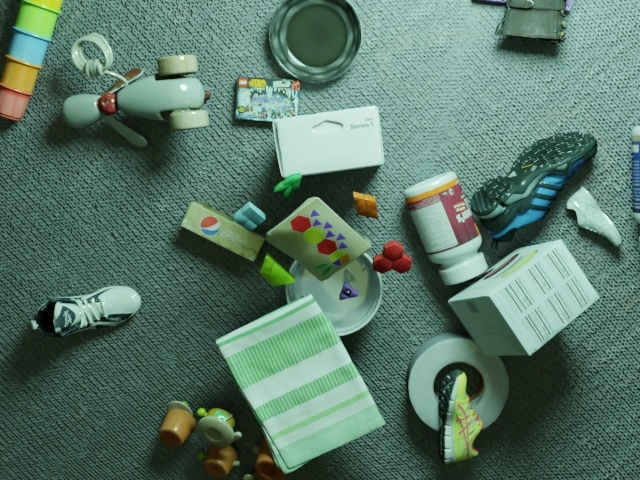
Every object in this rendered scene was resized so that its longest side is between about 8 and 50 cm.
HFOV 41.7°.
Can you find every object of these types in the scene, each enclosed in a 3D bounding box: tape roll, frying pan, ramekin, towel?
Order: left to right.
[{"bbox_3d":[-0.052,-0.483,1.775,0.197,0.053,0.326,-40,96,12],"label":"frying pan"},{"bbox_3d":[-0.046,0.302,1.771,0.248,0.038,0.324,-27,94,4],"label":"towel"},{"bbox_3d":[0.030,0.097,1.820,0.207,0.109,0.207,0,96,2],"label":"ramekin"},{"bbox_3d":[0.301,0.313,1.850,0.219,0.072,0.219,0,97,3],"label":"tape roll"}]

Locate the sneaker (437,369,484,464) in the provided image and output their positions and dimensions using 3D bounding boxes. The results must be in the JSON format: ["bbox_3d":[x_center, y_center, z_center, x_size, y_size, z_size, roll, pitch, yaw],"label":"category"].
[{"bbox_3d":[0.303,0.373,1.788,0.094,0.081,0.208,0,103,-4],"label":"sneaker"}]

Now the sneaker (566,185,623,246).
[{"bbox_3d":[0.591,-0.042,1.809,0.061,0.054,0.152,-40,87,15],"label":"sneaker"}]

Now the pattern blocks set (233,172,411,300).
[{"bbox_3d":[0.000,0.000,1.666,0.285,0.026,0.325,-28,125,18],"label":"pattern blocks set"}]

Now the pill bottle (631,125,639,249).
[{"bbox_3d":[0.726,-0.109,1.740,0.153,0.153,0.264,-2,97,3],"label":"pill bottle"}]

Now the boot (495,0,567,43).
[{"bbox_3d":[0.491,-0.520,1.717,0.263,0.091,0.228,0,103,6],"label":"boot"}]

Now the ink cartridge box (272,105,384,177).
[{"bbox_3d":[0.022,-0.195,1.701,0.202,0.278,0.117,-8,95,4],"label":"ink cartridge box"}]

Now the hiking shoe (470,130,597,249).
[{"bbox_3d":[0.462,-0.117,1.793,0.304,0.113,0.132,-33,124,0],"label":"hiking shoe"}]

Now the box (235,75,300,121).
[{"bbox_3d":[-0.114,-0.305,1.821,0.137,0.027,0.093,3,96,3],"label":"box"}]

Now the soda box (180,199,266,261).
[{"bbox_3d":[-0.210,-0.021,1.844,0.181,0.058,0.061,27,97,0],"label":"soda box"}]

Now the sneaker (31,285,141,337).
[{"bbox_3d":[-0.520,0.160,1.832,0.235,0.153,0.094,-4,97,3],"label":"sneaker"}]

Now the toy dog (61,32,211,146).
[{"bbox_3d":[-0.369,-0.304,1.796,0.334,0.161,0.220,16,100,16],"label":"toy dog"}]

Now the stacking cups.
[{"bbox_3d":[-0.628,-0.415,1.798,0.096,0.096,0.316,20,97,0],"label":"stacking cups"}]

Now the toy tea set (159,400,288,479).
[{"bbox_3d":[-0.193,0.448,1.889,0.336,0.124,0.200,36,126,-5],"label":"toy tea set"}]

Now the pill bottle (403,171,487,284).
[{"bbox_3d":[0.270,-0.025,1.787,0.121,0.121,0.221,-23,95,5],"label":"pill bottle"}]

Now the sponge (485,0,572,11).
[{"bbox_3d":[0.431,-0.553,1.764,0.210,0.031,0.117,8,98,1],"label":"sponge"}]

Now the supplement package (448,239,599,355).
[{"bbox_3d":[0.414,0.121,1.731,0.203,0.194,0.149,-35,94,-18],"label":"supplement package"}]
